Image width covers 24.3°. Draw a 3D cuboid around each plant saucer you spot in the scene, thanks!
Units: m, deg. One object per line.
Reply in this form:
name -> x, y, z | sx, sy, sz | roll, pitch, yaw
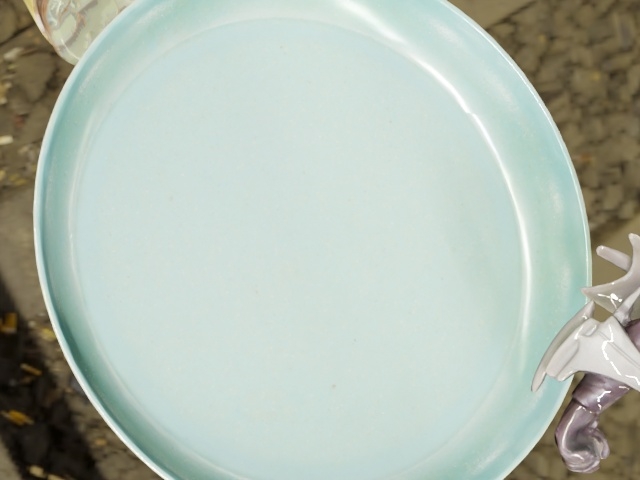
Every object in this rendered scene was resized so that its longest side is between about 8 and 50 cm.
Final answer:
plant saucer -> 0.000, 0.000, 0.799 | 0.317, 0.043, 0.318 | 5, 76, -22

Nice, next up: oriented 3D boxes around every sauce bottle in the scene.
sauce bottle -> -0.207, -0.251, 1.183 | 0.111, 0.344, 0.111 | -12, 127, -17

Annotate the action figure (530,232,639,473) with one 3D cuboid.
action figure -> 0.174, 0.096, 0.578 | 0.185, 0.285, 0.099 | 23, 112, -8
